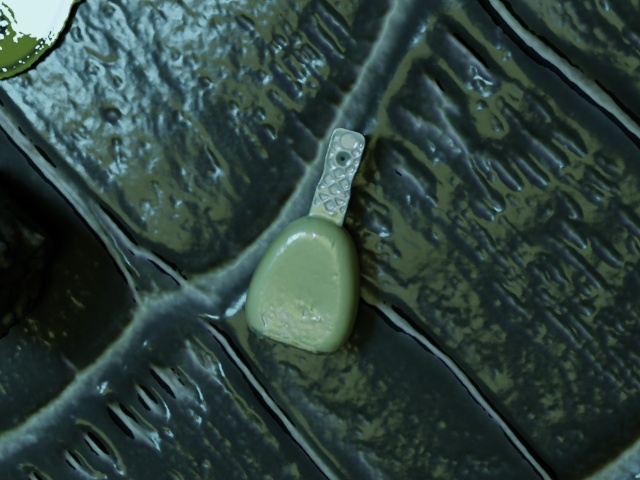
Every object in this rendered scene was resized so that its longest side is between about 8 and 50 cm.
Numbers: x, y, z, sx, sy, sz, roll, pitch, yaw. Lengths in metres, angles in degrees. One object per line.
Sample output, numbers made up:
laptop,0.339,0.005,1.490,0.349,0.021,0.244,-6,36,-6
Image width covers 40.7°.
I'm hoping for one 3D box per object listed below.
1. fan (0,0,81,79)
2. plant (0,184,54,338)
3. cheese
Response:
fan,-0.343,-0.264,0.744,0.334,0.011,0.230,12,104,7
plant,-0.371,-0.022,0.735,0.274,0.149,0.146,38,106,4
cheese,0.000,0.000,0.723,0.097,0.037,0.192,18,106,6
